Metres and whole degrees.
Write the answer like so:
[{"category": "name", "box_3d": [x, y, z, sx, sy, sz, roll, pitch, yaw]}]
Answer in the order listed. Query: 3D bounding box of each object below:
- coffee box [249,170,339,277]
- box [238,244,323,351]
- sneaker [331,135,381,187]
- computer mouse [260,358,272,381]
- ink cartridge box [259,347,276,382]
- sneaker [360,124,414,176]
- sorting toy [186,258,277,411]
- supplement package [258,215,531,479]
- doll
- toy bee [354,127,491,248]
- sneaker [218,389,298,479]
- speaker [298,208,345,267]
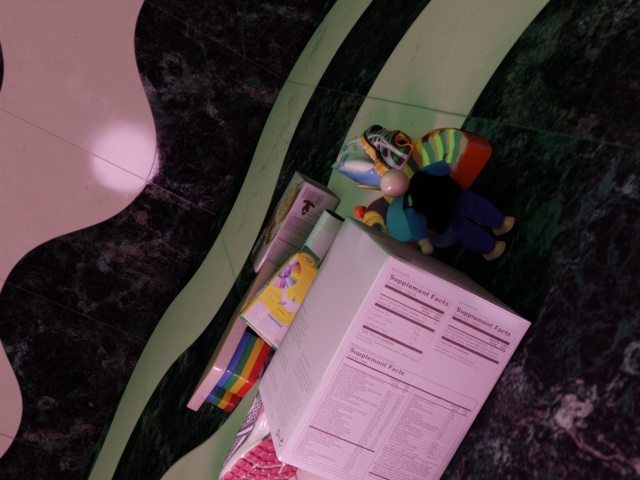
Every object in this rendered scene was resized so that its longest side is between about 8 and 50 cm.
[{"category": "coffee box", "box_3d": [-0.067, -0.028, 1.745, 0.246, 0.098, 0.141, -60, 17, 9]}, {"category": "box", "box_3d": [-0.053, 0.104, 1.324, 0.179, 0.105, 0.043, -48, 9, -16]}, {"category": "sneaker", "box_3d": [0.087, -0.171, 1.533, 0.092, 0.087, 0.228, -60, 19, 5]}, {"category": "computer mouse", "box_3d": [-0.033, 0.196, 1.310, 0.262, 0.060, 0.184, -31, 36, 43]}, {"category": "ink cartridge box", "box_3d": [-0.052, 0.207, 1.443, 0.223, 0.045, 0.224, -61, 18, 7]}, {"category": "sneaker", "box_3d": [0.141, -0.179, 1.406, 0.083, 0.084, 0.215, -53, 28, 20]}, {"category": "sorting toy", "box_3d": [-0.151, 0.208, 1.454, 0.255, 0.089, 0.257, -65, 6, -34]}, {"category": "supplement package", "box_3d": [0.077, 0.144, 0.895, 0.263, 0.198, 0.199, -62, 17, 7]}, {"category": "doll", "box_3d": [0.160, -0.039, 0.940, 0.129, 0.189, 0.046, -66, 17, -11]}, {"category": "toy bee", "box_3d": [0.115, -0.043, 1.053, 0.298, 0.195, 0.162, -52, 46, 4]}, {"category": "sneaker", "box_3d": [-0.075, 0.306, 1.211, 0.299, 0.121, 0.112, -56, 34, 16]}, {"category": "speaker", "box_3d": [0.000, 0.000, 1.584, 0.136, 0.055, 0.055, -60, 17, 13]}]
